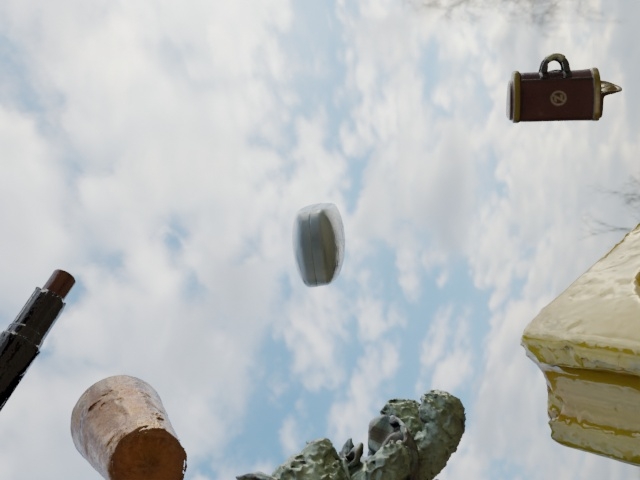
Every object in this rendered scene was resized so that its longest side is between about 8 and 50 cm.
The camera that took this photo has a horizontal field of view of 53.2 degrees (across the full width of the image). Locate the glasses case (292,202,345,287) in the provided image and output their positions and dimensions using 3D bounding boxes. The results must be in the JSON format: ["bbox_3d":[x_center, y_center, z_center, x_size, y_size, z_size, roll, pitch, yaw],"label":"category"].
[{"bbox_3d":[0.000,0.000,0.614,0.178,0.045,0.068,-51,-45,-82],"label":"glasses case"}]

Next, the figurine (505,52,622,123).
[{"bbox_3d":[0.346,-0.218,0.913,0.082,0.154,0.098,-45,-47,-73],"label":"figurine"}]

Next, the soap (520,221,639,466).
[{"bbox_3d":[0.303,0.061,0.386,0.204,0.324,0.096,-35,-76,-25],"label":"soap"}]

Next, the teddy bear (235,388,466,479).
[{"bbox_3d":[0.039,0.225,0.596,0.213,0.133,0.111,-21,-103,-19],"label":"teddy bear"}]

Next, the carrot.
[{"bbox_3d":[-0.371,0.384,1.218,0.195,0.254,0.196,-2,-84,-25],"label":"carrot"}]

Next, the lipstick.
[{"bbox_3d":[-0.544,0.180,1.172,0.081,0.081,0.300,57,-138,-38],"label":"lipstick"}]
